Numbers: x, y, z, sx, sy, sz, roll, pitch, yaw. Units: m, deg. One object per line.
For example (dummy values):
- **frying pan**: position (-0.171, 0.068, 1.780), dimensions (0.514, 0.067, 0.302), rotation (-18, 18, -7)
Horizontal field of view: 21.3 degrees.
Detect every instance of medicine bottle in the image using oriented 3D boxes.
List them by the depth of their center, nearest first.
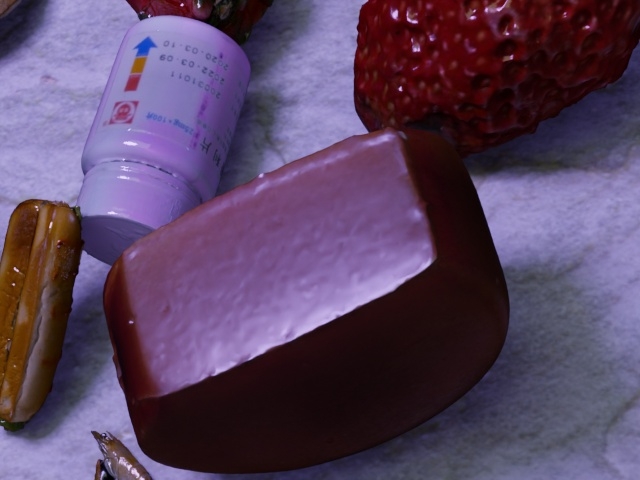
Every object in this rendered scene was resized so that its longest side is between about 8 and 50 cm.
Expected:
- **medicine bottle**: position (-0.172, -0.101, 1.823), dimensions (0.152, 0.152, 0.254), rotation (4, 62, 19)

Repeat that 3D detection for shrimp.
- **shrimp**: position (-0.208, 0.235, 1.704), dimensions (0.059, 0.023, 0.108), rotation (-46, 57, -3)

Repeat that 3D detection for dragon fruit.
- **dragon fruit**: position (-0.118, -0.325, 1.938), dimensions (0.200, 0.198, 0.269), rotation (19, 52, 38)

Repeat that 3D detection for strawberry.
- **strawberry**: position (0.172, -0.243, 1.734), dimensions (0.310, 0.291, 0.292), rotation (-35, 56, -14)

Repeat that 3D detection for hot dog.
- **hot dog**: position (-0.293, 0.078, 1.749), dimensions (0.104, 0.076, 0.250), rotation (25, 108, 49)

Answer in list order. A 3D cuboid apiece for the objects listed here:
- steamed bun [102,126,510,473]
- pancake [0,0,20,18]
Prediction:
- **steamed bun**: position (-0.004, 0.073, 1.606), dimensions (0.379, 0.248, 0.235), rotation (-26, 52, 12)
- **pancake**: position (-0.507, -0.331, 2.107), dimensions (0.387, 0.082, 0.387), rotation (-10, 53, 13)
